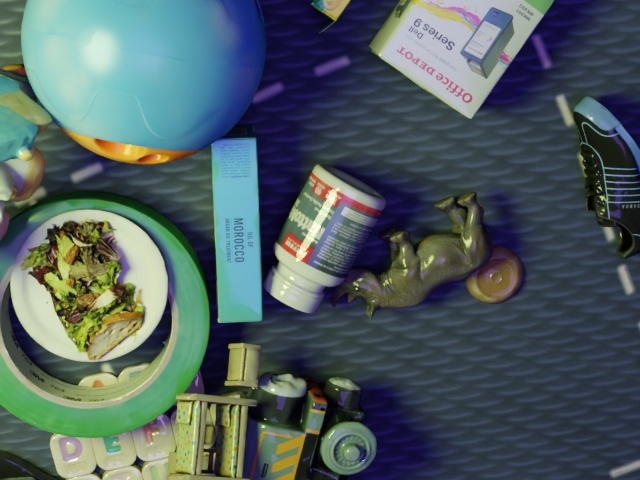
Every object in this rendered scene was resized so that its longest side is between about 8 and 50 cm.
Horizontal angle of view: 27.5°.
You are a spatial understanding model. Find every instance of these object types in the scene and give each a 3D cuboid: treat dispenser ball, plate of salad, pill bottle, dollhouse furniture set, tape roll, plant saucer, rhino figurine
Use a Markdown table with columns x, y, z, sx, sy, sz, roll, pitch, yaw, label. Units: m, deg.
| x | y | z | sx | sy | sz | roll | pitch | yaw | label |
| --- | --- | --- | --- | --- | --- | --- | --- | --- | --- |
| -0.208 | -0.234 | 1.554 | 0.288 | 0.288 | 0.288 | -1 | 104 | -6 | treat dispenser ball |
| -0.294 | 0.061 | 1.661 | 0.199 | 0.048 | 0.200 | -1 | 101 | -4 | plate of salad |
| 0.000 | 0.000 | 1.729 | 0.108 | 0.108 | 0.180 | 26 | 100 | -12 | pill bottle |
| -0.168 | 0.227 | 1.736 | 0.101 | 0.161 | 0.182 | 10 | 78 | -30 | dollhouse furniture set |
| -0.306 | 0.097 | 1.730 | 0.321 | 0.077 | 0.321 | -1 | 100 | -4 | tape roll |
| 0.243 | 0.050 | 1.815 | 0.083 | 0.015 | 0.083 | -1 | 104 | -5 | plant saucer |
| 0.123 | 0.033 | 1.769 | 0.243 | 0.073 | 0.106 | -28 | 102 | 3 | rhino figurine |

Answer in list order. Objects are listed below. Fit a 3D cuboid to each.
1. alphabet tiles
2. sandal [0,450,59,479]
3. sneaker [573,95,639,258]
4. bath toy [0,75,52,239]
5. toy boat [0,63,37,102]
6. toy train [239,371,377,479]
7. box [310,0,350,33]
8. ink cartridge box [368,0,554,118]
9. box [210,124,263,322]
| x | y | z | sx | sy | sz | roll | pitch | yaw | label |
| --- | --- | --- | --- | --- | --- | --- | --- | --- | --- |
| -0.225 | 0.304 | 1.829 | 0.284 | 0.021 | 0.278 | -12 | 105 | -2 | alphabet tiles |
| -0.409 | 0.354 | 1.792 | 0.254 | 0.054 | 0.097 | 17 | 106 | -2 | sandal |
| 0.392 | -0.081 | 1.763 | 0.090 | 0.081 | 0.232 | -37 | 106 | -3 | sneaker |
| -0.428 | -0.027 | 1.566 | 0.151 | 0.129 | 0.348 | -7 | 139 | -43 | bath toy |
| -0.497 | -0.145 | 1.620 | 0.318 | 0.148 | 0.268 | -22 | 105 | 0 | toy boat |
| -0.046 | 0.337 | 1.786 | 0.190 | 0.142 | 0.334 | 12 | 102 | -15 | toy train |
| 0.041 | -0.341 | 1.648 | 0.043 | 0.105 | 0.179 | 33 | 99 | -5 | box |
| 0.186 | -0.287 | 1.684 | 0.154 | 0.093 | 0.212 | 33 | 100 | -13 | ink cartridge box |
| -0.110 | -0.023 | 1.717 | 0.060 | 0.100 | 0.244 | -2 | 104 | -4 | box |
